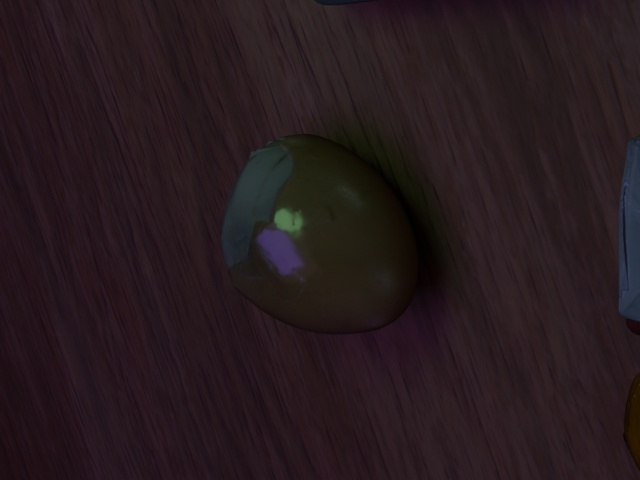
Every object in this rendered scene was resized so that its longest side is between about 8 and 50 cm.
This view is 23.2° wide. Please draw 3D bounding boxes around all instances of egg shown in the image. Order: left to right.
[{"bbox_3d":[0.000,0.000,1.717,0.244,0.201,0.201,38,134,15],"label":"egg"}]

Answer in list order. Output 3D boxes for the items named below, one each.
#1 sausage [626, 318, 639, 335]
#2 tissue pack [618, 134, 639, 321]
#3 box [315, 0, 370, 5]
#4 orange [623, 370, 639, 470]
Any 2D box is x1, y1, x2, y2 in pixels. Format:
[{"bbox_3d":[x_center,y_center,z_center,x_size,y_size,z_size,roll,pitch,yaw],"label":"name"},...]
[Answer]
[{"bbox_3d":[0.338,0.066,1.426,0.034,0.034,0.253,67,163,1],"label":"sausage"},{"bbox_3d":[0.364,-0.024,1.260,0.145,0.229,0.159,19,120,42],"label":"tissue pack"},{"bbox_3d":[0.080,-0.419,1.499,0.373,0.090,0.367,7,111,55],"label":"box"},{"bbox_3d":[0.358,0.158,1.395,0.177,0.178,0.155,-41,72,49],"label":"orange"}]
